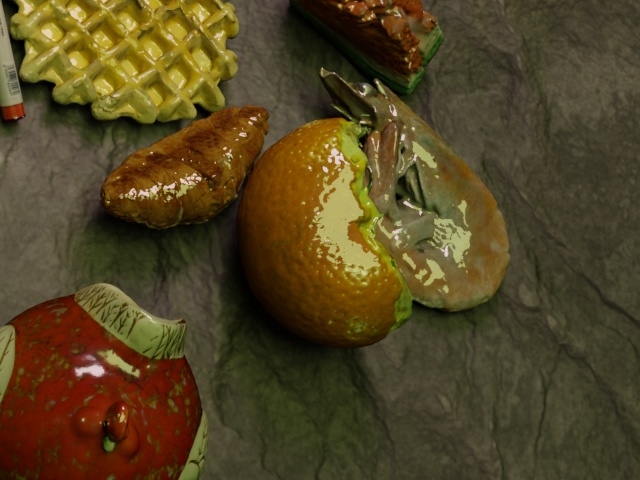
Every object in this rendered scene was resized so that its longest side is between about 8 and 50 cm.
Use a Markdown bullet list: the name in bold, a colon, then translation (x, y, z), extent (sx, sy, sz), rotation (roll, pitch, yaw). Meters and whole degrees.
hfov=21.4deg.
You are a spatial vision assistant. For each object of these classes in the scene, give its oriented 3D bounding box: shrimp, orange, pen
- **shrimp**: translation (0.089, -0.055, 1.864), extent (0.317, 0.077, 0.168), rotation (48, 60, -9)
- **orange**: translation (-0.006, -0.001, 1.732), extent (0.158, 0.179, 0.237), rotation (-10, 81, -9)
- **pen**: translation (-0.327, -0.226, 1.680), extent (0.026, 0.026, 0.218), rotation (-19, 106, -32)

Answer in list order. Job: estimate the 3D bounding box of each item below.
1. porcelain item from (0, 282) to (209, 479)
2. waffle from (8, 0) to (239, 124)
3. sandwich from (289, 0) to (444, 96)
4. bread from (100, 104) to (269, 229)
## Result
- **porcelain item**: translation (-0.206, 0.163, 1.535), extent (0.253, 0.253, 0.253), rotation (10, 68, -25)
- **waffle**: translation (-0.208, -0.237, 1.782), extent (0.261, 0.056, 0.250), rotation (10, 69, -27)
- **sandwich**: translation (0.062, -0.260, 1.875), extent (0.185, 0.160, 0.109), rotation (40, 77, -1)
- **bread**: translation (-0.131, -0.066, 1.741), extent (0.105, 0.076, 0.233), rotation (27, 45, 30)
